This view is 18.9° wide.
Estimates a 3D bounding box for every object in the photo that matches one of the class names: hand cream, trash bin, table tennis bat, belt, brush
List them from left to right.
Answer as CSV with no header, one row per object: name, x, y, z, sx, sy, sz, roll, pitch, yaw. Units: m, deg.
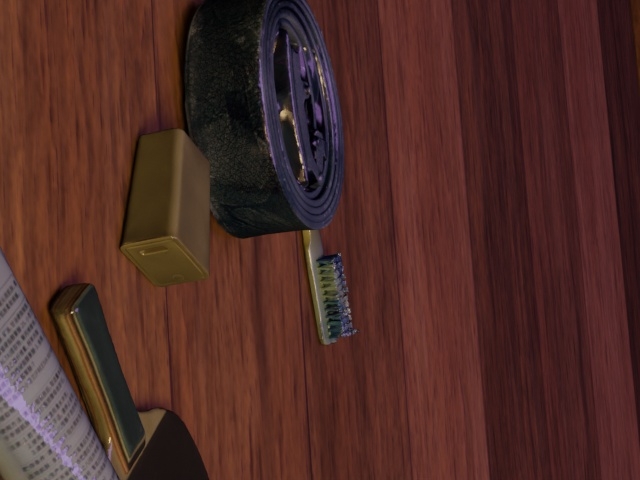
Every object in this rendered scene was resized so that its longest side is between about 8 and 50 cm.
hand cream,-0.162,0.107,1.101,0.091,0.058,0.271,-55,131,-45
table tennis bat,-0.115,0.165,1.241,0.173,0.022,0.301,-63,141,-56
trash bin,-0.102,-0.024,1.316,0.061,0.043,0.092,52,35,-53
belt,-0.044,-0.099,1.441,0.141,0.082,0.190,-16,99,-66
brush,-0.001,0.000,1.596,0.033,0.030,0.179,-23,104,-59
